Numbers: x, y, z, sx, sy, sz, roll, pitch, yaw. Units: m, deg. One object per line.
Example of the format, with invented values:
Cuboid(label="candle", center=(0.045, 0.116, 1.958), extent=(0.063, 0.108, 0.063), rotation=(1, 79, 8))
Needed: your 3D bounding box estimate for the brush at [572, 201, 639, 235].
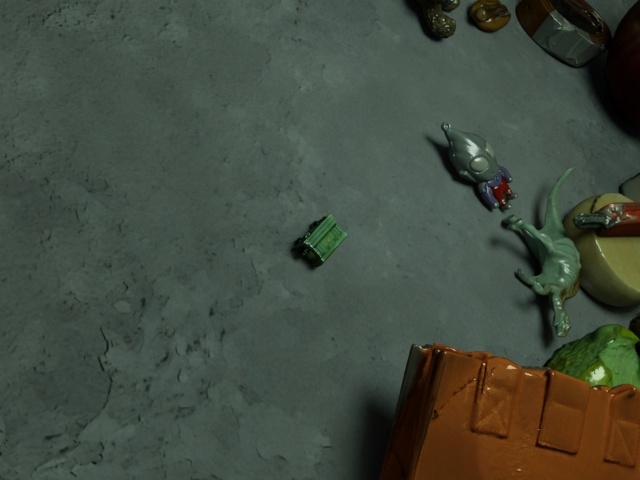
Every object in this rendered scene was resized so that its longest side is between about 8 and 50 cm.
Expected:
Cuboid(label="brush", center=(0.635, -0.046, 1.293), extent=(0.323, 0.070, 0.051), rotation=(-1, 63, -29))

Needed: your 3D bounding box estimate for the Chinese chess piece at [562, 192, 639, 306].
Cuboid(label="Chinese chess piece", center=(0.635, 0.021, 1.363), extent=(0.250, 0.097, 0.251), rotation=(14, 60, -24))

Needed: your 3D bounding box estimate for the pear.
Cuboid(label="pear", center=(0.494, 0.319, 1.073), extent=(0.286, 0.176, 0.282), rotation=(-30, 85, -37))

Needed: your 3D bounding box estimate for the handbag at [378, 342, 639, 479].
Cuboid(label="handbag", center=(0.297, 0.324, 0.887), extent=(0.410, 0.116, 0.304), rotation=(16, 82, -12))

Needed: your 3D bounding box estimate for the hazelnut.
Cuboid(label="hazelnut", center=(0.920, -0.476, 1.605), extent=(0.352, 0.421, 0.421), rotation=(22, 52, 9))

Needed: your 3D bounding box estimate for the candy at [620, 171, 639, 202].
Cuboid(label="candy", center=(0.816, -0.090, 1.479), extent=(0.137, 0.185, 0.195), rotation=(23, 56, -14))

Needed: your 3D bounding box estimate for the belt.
Cuboid(label="belt", center=(0.652, -0.575, 1.682), extent=(0.261, 0.105, 0.184), rotation=(34, 54, -13))

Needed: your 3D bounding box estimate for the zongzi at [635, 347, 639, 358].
Cuboid(label="zongzi", center=(0.757, 0.238, 1.337), extent=(0.256, 0.115, 0.228), rotation=(-35, 128, -2))

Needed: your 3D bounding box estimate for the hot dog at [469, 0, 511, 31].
Cuboid(label="hot dog", center=(0.417, -0.562, 1.559), extent=(0.140, 0.060, 0.090), rotation=(-16, 70, -33))

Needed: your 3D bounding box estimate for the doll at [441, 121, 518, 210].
Cuboid(label="doll", center=(0.317, -0.154, 1.277), extent=(0.227, 0.075, 0.102), rotation=(48, 60, -17))

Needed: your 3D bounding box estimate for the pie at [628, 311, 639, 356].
Cuboid(label="pie", center=(0.641, 0.254, 1.135), extent=(0.274, 0.055, 0.274), rotation=(56, 16, -24))

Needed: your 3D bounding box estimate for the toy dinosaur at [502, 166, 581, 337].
Cuboid(label="toy dinosaur", center=(0.454, -0.002, 1.267), extent=(0.205, 0.092, 0.393), rotation=(36, 51, -9))

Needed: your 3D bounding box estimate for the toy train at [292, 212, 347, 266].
Cuboid(label="toy train", center=(0.000, 0.000, 1.022), extent=(0.056, 0.038, 0.093), rotation=(49, 50, -8))

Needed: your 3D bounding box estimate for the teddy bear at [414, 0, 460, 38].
Cuboid(label="teddy bear", center=(0.263, -0.595, 1.445), extent=(0.129, 0.182, 0.251), rotation=(9, 55, 14))
